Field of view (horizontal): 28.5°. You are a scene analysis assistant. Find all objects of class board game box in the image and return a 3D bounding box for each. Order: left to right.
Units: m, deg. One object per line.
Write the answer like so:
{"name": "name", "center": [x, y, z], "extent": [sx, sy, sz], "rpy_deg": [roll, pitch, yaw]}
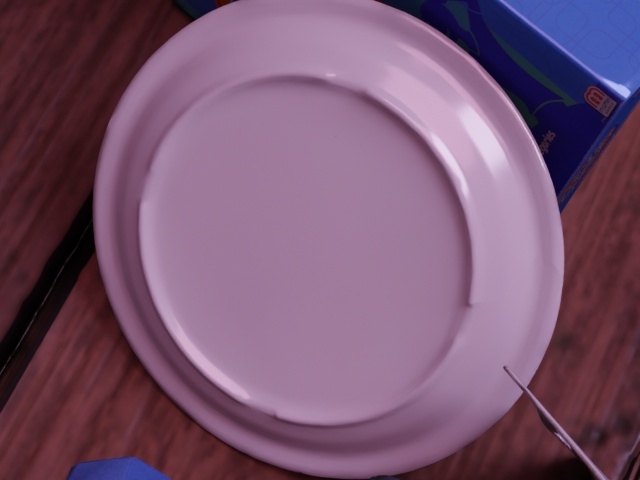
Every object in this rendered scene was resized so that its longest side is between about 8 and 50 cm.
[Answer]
{"name": "board game box", "center": [0.028, -0.095, 0.517], "extent": [0.210, 0.160, 0.047], "rpy_deg": [41, 67, 11]}

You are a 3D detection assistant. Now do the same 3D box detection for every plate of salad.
{"name": "plate of salad", "center": [0.000, 0.000, 0.507], "extent": [0.200, 0.048, 0.200], "rpy_deg": [6, 106, 21]}

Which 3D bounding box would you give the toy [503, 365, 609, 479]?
{"name": "toy", "center": [0.134, 0.160, 0.424], "extent": [0.056, 0.137, 0.237], "rpy_deg": [-42, 58, 1]}

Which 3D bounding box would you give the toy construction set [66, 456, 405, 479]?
{"name": "toy construction set", "center": [-0.054, 0.244, 0.394], "extent": [0.237, 0.257, 0.309], "rpy_deg": [-34, 50, 31]}
